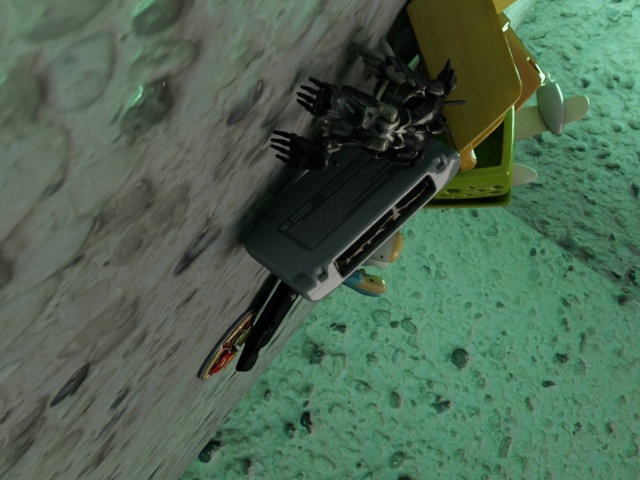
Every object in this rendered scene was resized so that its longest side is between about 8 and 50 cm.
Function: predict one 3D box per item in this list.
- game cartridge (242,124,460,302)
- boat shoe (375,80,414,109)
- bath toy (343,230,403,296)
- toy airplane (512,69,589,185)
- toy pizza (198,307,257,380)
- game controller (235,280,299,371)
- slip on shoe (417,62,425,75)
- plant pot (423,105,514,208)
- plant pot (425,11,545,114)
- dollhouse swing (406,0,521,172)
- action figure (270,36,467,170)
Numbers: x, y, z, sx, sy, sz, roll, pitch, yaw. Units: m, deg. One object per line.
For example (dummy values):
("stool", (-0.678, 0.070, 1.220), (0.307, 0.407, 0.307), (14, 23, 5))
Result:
("game cartridge", (0.036, -0.054, 0.936), (0.297, 0.062, 0.198), (-42, -146, -12))
("boat shoe", (0.155, -0.268, 1.163), (0.081, 0.069, 0.228), (-56, 173, 15))
("bath toy", (0.121, -0.061, 1.365), (0.151, 0.129, 0.348), (-6, -117, 46))
("toy airplane", (0.456, -0.315, 1.729), (0.386, 0.384, 0.272), (-53, 159, -3))
("toy pizza", (-0.200, 0.239, 1.444), (0.201, 0.032, 0.201), (-53, 173, -9))
("game controller", (-0.116, 0.173, 1.498), (0.319, 0.067, 0.166), (-59, 178, 34))
("slip on shoe", (0.265, -0.366, 1.330), (0.135, 0.051, 0.041), (-18, 178, -22))
("plant pot", (0.298, -0.187, 1.350), (0.207, 0.227, 0.228), (47, 47, -59))
("plant pot", (0.376, -0.367, 1.489), (0.291, 0.203, 0.291), (-49, 177, -3))
("dollhouse swing", (0.318, -0.312, 1.032), (0.305, 0.315, 0.347), (-20, 180, 12))
("action figure", (0.069, -0.165, 0.801), (0.276, 0.141, 0.164), (-18, 143, -47))
